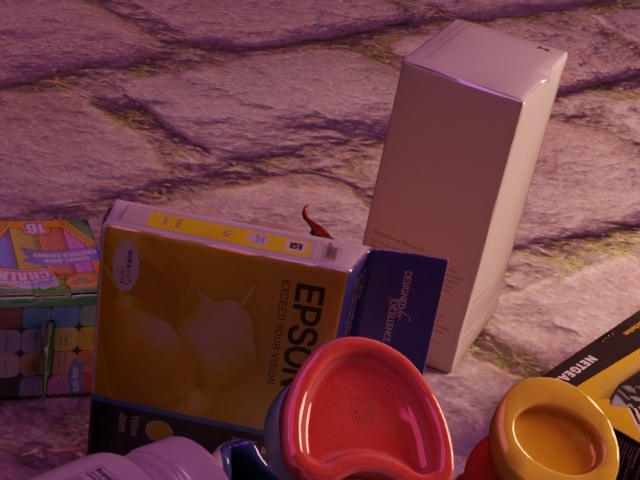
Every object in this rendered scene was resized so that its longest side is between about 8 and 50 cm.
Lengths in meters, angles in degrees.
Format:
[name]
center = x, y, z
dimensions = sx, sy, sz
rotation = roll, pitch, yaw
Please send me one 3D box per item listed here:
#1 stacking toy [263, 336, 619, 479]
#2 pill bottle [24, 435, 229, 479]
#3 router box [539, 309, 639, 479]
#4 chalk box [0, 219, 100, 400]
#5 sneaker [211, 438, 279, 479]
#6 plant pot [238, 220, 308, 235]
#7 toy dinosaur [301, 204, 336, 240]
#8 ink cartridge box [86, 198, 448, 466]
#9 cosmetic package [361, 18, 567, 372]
[stacking toy]
center = 0.089, 0.242, 1.146
dimensions = 0.309, 0.130, 0.279
rotation = 17, 54, -14
[pill bottle]
center = -0.210, 0.269, 1.100
dimensions = 0.283, 0.160, 0.160
rotation = -18, 39, -42
[router box]
center = 0.410, 0.195, 1.532
dimensions = 0.243, 0.081, 0.309
rotation = 28, 33, 30
[chalk box]
center = -0.298, 0.083, 1.447
dimensions = 0.132, 0.132, 0.213
rotation = -1, 31, -21
[sneaker]
center = -0.003, 0.285, 1.174
dimensions = 0.296, 0.131, 0.112
rotation = 27, 30, 26
[plant pot]
center = -0.070, 0.090, 1.450
dimensions = 0.205, 0.188, 0.205
rotation = 8, 28, -4
[toy dinosaur]
center = 0.000, 0.000, 1.776
dimensions = 0.047, 0.090, 0.082
rotation = -26, 10, -26
[ink cartridge box]
center = -0.060, 0.127, 1.262
dimensions = 0.307, 0.304, 0.072
rotation = 12, 31, 4
[cosmetic package]
center = 0.161, -0.054, 1.606
dimensions = 0.155, 0.365, 0.197
rotation = 20, 29, 17
